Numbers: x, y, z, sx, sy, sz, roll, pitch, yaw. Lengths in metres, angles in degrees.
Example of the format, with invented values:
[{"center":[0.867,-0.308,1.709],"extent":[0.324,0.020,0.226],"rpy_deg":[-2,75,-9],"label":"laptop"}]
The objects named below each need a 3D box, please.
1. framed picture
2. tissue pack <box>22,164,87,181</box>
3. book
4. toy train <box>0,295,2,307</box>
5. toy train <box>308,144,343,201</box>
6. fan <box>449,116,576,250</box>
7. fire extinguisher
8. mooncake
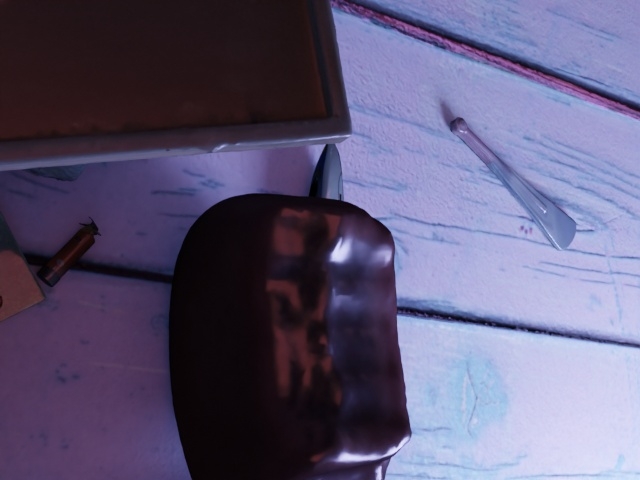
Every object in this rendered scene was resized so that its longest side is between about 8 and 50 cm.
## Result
[{"center":[-0.201,-0.201,0.468],"extent":[0.446,0.028,0.326],"rpy_deg":[-8,87,-26],"label":"framed picture"},{"center":[-0.223,-0.293,0.671],"extent":[0.205,0.332,0.404],"rpy_deg":[21,74,-22],"label":"tissue pack"},{"center":[-0.347,0.022,0.739],"extent":[0.103,0.017,0.135],"rpy_deg":[-30,100,-30],"label":"book"},{"center":[-0.350,0.151,0.689],"extent":[0.085,0.053,0.249],"rpy_deg":[10,85,-29],"label":"toy train"},{"center":[0.001,0.000,0.925],"extent":[0.048,0.055,0.251],"rpy_deg":[1,83,-21],"label":"toy train"},{"center":[0.286,-0.081,1.117],"extent":[0.282,0.023,0.057],"rpy_deg":[38,76,-21],"label":"fan"},{"center":[-0.262,0.010,0.788],"extent":[0.028,0.022,0.083],"rpy_deg":[33,65,10],"label":"fire extinguisher"},{"center":[-0.029,0.105,0.750],"extent":[0.174,0.334,0.326],"rpy_deg":[4,42,-31],"label":"mooncake"}]
